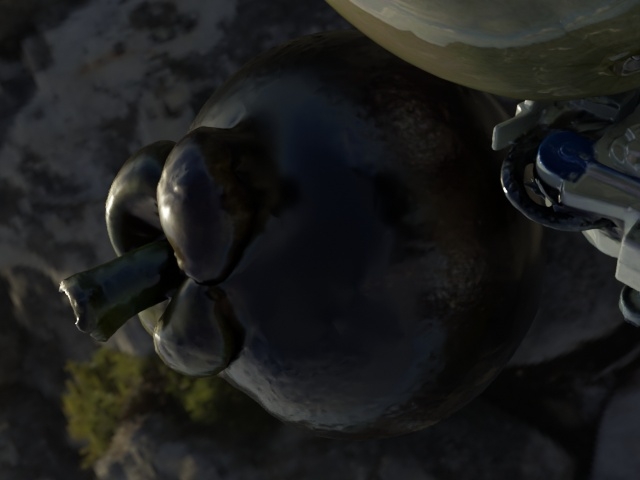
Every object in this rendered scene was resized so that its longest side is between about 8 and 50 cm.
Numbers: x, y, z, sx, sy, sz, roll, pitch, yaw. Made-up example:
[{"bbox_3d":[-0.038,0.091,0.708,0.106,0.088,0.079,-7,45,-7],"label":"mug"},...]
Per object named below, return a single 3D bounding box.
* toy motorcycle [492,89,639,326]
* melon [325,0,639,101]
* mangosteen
[{"bbox_3d":[0.195,-0.023,0.735,0.221,0.150,0.102,30,148,23],"label":"toy motorcycle"},{"bbox_3d":[0.079,-0.220,0.583,0.268,0.268,0.330,-26,71,56],"label":"melon"},{"bbox_3d":[0.008,-0.012,1.105,0.297,0.313,0.297,-17,61,32],"label":"mangosteen"}]
